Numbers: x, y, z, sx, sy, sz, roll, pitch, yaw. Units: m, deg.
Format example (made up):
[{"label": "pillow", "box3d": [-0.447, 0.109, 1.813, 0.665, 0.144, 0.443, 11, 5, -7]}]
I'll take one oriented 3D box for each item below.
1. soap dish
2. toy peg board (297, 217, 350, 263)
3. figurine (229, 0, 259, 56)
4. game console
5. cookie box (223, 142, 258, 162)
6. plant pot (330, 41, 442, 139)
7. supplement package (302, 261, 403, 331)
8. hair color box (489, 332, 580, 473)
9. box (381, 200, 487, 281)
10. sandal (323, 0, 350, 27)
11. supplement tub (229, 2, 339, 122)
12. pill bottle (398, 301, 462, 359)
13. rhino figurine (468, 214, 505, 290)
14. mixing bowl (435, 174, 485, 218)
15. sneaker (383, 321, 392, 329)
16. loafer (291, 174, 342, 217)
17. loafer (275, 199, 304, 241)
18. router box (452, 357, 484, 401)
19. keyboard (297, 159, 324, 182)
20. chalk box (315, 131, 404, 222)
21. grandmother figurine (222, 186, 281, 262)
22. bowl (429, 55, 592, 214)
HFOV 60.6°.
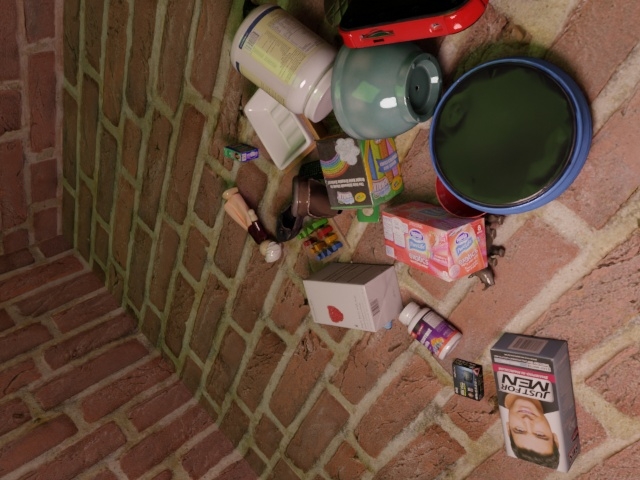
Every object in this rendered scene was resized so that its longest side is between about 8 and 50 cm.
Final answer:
[{"label": "soap dish", "box3d": [-0.118, -0.411, 1.889, 0.229, 0.118, 0.291, -35, 84, 48]}, {"label": "toy peg board", "box3d": [0.000, 0.000, 2.013, 0.161, 0.079, 0.160, -34, 85, 48]}, {"label": "figurine", "box3d": [-0.203, -0.688, 1.861, 0.215, 0.092, 0.209, 37, 128, 25]}, {"label": "game console", "box3d": [0.245, -0.617, 1.314, 0.386, 0.342, 0.060, 9, 154, 41]}, {"label": "cookie box", "box3d": [-0.310, -0.344, 2.133, 0.107, 0.092, 0.040, 23, 123, 35]}, {"label": "plant pot", "box3d": [0.196, -0.403, 1.446, 0.196, 0.293, 0.293, 17, 122, 41]}, {"label": "supplement package", "box3d": [0.112, 0.193, 1.929, 0.293, 0.175, 0.177, 0, 111, 45]}, {"label": "hair color box", "box3d": [0.632, 0.472, 1.608, 0.185, 0.114, 0.374, 2, 112, 44]}, {"label": "box", "box3d": [0.322, -0.008, 1.582, 0.300, 0.142, 0.154, 24, 128, 59]}, {"label": "sandal", "box3d": [0.050, -0.737, 1.607, 0.090, 0.060, 0.219, -15, 85, 41]}, {"label": "supplement tub", "box3d": [-0.087, -0.537, 1.671, 0.325, 0.235, 0.235, 39, 134, 7]}, {"label": "pill bottle", "box3d": [0.354, 0.289, 1.790, 0.193, 0.108, 0.108, 38, 133, 25]}, {"label": "rhino figurine", "box3d": [0.468, 0.037, 1.575, 0.106, 0.073, 0.243, 18, 125, 46]}, {"label": "mixing bowl", "box3d": [0.417, -0.153, 1.493, 0.181, 0.098, 0.181, 5, 98, 34]}, {"label": "sneaker", "box3d": [0.191, 0.297, 1.991, 0.162, 0.063, 0.073, 0, 113, 45]}, {"label": "loafer", "box3d": [-0.002, -0.139, 1.792, 0.130, 0.366, 0.133, 2, 92, 14]}, {"label": "loafer", "box3d": [-0.114, -0.089, 2.067, 0.109, 0.095, 0.302, 51, 137, 11]}, {"label": "router box", "box3d": [0.485, 0.458, 1.800, 0.092, 0.038, 0.122, 9, 116, 43]}, {"label": "keyboard", "box3d": [-0.019, -0.235, 1.906, 0.180, 0.023, 0.108, -6, 64, 47]}, {"label": "chalk box", "box3d": [0.132, -0.200, 1.709, 0.180, 0.179, 0.289, 2, 113, 43]}, {"label": "grandmother figurine", "box3d": [-0.272, -0.051, 2.222, 0.342, 0.104, 0.208, 52, 174, 19]}, {"label": "bowl", "box3d": [0.452, -0.257, 1.352, 0.391, 0.077, 0.391, 4, 98, 33]}]
